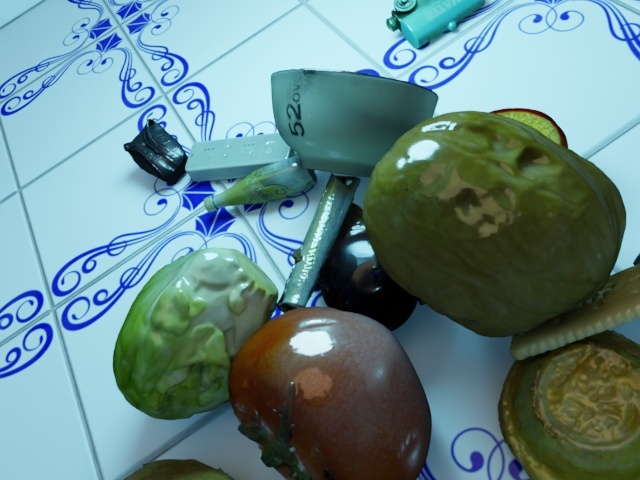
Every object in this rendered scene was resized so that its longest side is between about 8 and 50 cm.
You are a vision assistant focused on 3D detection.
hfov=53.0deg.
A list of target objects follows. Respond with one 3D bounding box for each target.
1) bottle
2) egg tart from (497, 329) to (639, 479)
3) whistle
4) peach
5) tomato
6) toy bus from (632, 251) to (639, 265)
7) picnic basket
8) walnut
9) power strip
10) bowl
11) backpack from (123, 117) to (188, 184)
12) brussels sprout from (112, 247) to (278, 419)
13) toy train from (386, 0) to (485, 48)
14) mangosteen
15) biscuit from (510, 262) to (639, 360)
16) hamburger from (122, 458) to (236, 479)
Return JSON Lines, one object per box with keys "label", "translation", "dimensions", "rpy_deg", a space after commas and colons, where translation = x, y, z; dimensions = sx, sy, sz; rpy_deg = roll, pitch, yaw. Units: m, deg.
{"label": "bottle", "translation": [-0.142, -0.120, 1.476], "dimensions": [0.269, 0.083, 0.083], "rpy_deg": [-19, 51, 14]}
{"label": "egg tart", "translation": [0.401, 0.255, 0.959], "dimensions": [0.288, 0.118, 0.288], "rpy_deg": [-10, 57, 16]}
{"label": "whistle", "translation": [0.000, 0.001, 1.273], "dimensions": [0.067, 0.057, 0.327], "rpy_deg": [9, 61, 28]}
{"label": "peach", "translation": [0.366, -0.166, 1.218], "dimensions": [0.190, 0.192, 0.190], "rpy_deg": [-13, 70, 39]}
{"label": "tomato", "translation": [0.022, 0.241, 0.996], "dimensions": [0.341, 0.342, 0.272], "rpy_deg": [27, 56, 35]}
{"label": "toy bus", "translation": [0.630, 0.079, 1.001], "dimensions": [0.112, 0.090, 0.274], "rpy_deg": [-44, 50, 1]}
{"label": "picnic basket", "translation": [0.034, 0.008, 1.326], "dimensions": [0.193, 0.055, 0.110], "rpy_deg": [-41, 51, -6]}
{"label": "walnut", "translation": [0.261, -0.037, 1.008], "dimensions": [0.397, 0.354, 0.308], "rpy_deg": [32, 116, 18]}
{"label": "power strip", "translation": [-0.181, -0.203, 1.565], "dimensions": [0.338, 0.058, 0.098], "rpy_deg": [-3, 55, 21]}
{"label": "bowl", "translation": [0.058, -0.232, 1.349], "dimensions": [0.353, 0.353, 0.185], "rpy_deg": [11, 96, 29]}
{"label": "backpack", "translation": [-0.411, -0.218, 1.647], "dimensions": [0.120, 0.106, 0.165], "rpy_deg": [-44, 71, 1]}
{"label": "brussels sprout", "translation": [-0.215, 0.170, 1.161], "dimensions": [0.344, 0.268, 0.344], "rpy_deg": [-47, 12, 13]}
{"label": "toy train", "translation": [0.293, -0.586, 1.624], "dimensions": [0.248, 0.101, 0.159], "rpy_deg": [-33, 66, -1]}
{"label": "mangosteen", "translation": [0.112, 0.068, 1.181], "dimensions": [0.230, 0.194, 0.194], "rpy_deg": [-24, 45, -28]}
{"label": "biscuit", "translation": [0.418, 0.106, 1.010], "dimensions": [0.249, 0.030, 0.160], "rpy_deg": [-28, 7, 28]}
{"label": "hamburger", "translation": [-0.240, 0.489, 1.044], "dimensions": [0.283, 0.145, 0.260], "rpy_deg": [0, 59, 30]}
